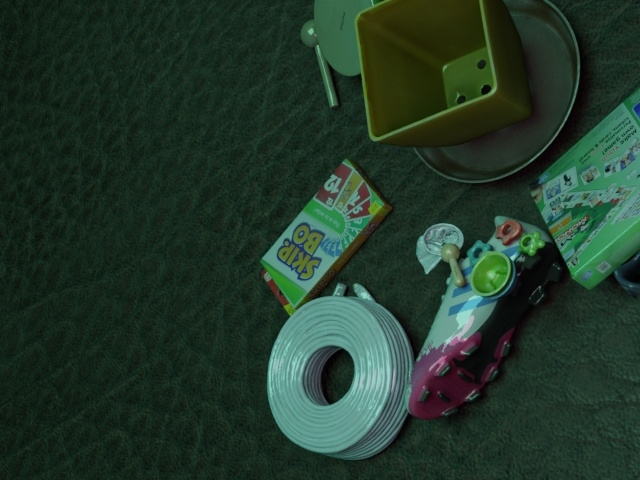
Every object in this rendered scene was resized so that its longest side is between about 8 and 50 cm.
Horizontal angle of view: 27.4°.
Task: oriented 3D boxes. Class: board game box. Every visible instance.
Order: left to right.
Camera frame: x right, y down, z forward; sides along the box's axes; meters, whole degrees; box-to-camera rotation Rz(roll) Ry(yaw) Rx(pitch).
[{"bbox_3d":[0.000,0.000,2.181,0.259,0.039,0.124,-51,52,18],"label":"board game box"},{"bbox_3d":[0.443,-0.105,1.808,0.317,0.046,0.213,-43,35,21],"label":"board game box"}]

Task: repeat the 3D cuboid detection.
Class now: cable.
[{"bbox_3d":[0.032,0.213,2.058,0.257,0.089,0.257,40,103,38],"label":"cable"}]

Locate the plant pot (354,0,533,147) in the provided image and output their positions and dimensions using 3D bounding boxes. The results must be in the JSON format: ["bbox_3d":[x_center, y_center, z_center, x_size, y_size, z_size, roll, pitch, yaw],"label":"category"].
[{"bbox_3d":[0.198,-0.248,1.932,0.212,0.187,0.212,-19,66,32],"label":"plant pot"}]

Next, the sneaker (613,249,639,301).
[{"bbox_3d":[0.503,-0.012,1.690,0.300,0.121,0.111,-54,39,29],"label":"sneaker"}]

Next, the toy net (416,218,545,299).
[{"bbox_3d":[0.211,0.009,1.882,0.232,0.045,0.122,23,85,51],"label":"toy net"}]

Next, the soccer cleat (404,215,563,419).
[{"bbox_3d":[0.223,0.112,1.936,0.331,0.116,0.143,-54,39,9],"label":"soccer cleat"}]

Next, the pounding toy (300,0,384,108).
[{"bbox_3d":[0.073,-0.356,2.197,0.183,0.110,0.237,66,147,18],"label":"pounding toy"}]

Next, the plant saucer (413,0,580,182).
[{"bbox_3d":[0.268,-0.234,2.025,0.311,0.050,0.310,-12,70,36],"label":"plant saucer"}]
